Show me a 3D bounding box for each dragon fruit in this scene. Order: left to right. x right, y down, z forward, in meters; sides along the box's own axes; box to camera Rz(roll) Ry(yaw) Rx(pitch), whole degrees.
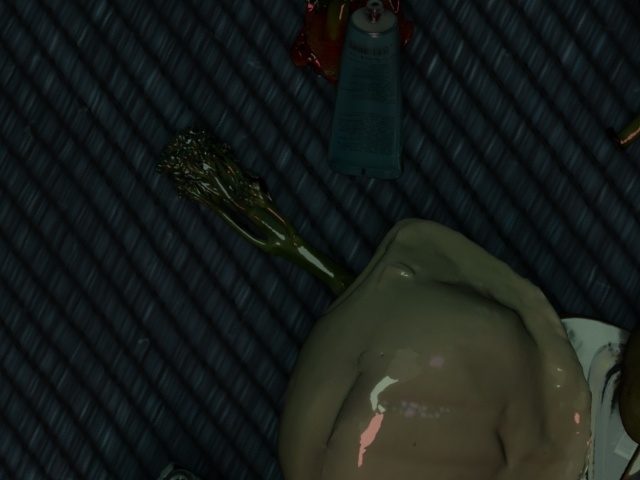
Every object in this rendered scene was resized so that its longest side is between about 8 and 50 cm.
[{"bbox_3d":[0.028,-0.240,1.881,0.138,0.175,0.142,-21,61,-8],"label":"dragon fruit"}]

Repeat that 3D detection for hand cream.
[{"bbox_3d":[0.053,-0.154,1.852,0.083,0.048,0.224,7,133,4],"label":"hand cream"}]

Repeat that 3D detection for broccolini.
[{"bbox_3d":[-0.003,0.004,1.898,0.392,0.074,0.079,33,91,3],"label":"broccolini"}]

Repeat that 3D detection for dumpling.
[{"bbox_3d":[0.113,0.196,1.781,0.315,0.233,0.395,24,90,1],"label":"dumpling"}]

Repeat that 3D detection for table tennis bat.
[{"bbox_3d":[0.329,0.195,1.903,0.301,0.022,0.173,29,93,6],"label":"table tennis bat"}]

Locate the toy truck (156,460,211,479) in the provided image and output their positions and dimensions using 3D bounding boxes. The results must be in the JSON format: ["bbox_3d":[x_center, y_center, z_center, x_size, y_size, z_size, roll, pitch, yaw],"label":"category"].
[{"bbox_3d":[-0.128,0.377,1.814,0.184,0.133,0.338,-40,49,10],"label":"toy truck"}]

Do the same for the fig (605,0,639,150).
[{"bbox_3d":[0.372,-0.206,1.832,0.151,0.151,0.259,23,97,4],"label":"fig"}]

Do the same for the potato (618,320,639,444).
[{"bbox_3d":[0.474,0.148,1.797,0.351,0.218,0.202,-8,120,-10],"label":"potato"}]
